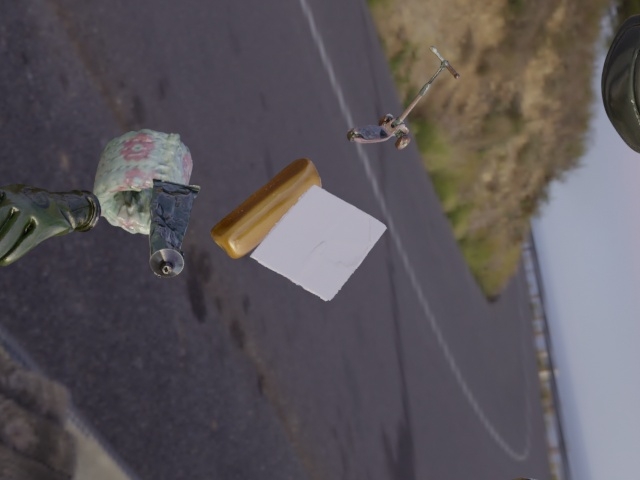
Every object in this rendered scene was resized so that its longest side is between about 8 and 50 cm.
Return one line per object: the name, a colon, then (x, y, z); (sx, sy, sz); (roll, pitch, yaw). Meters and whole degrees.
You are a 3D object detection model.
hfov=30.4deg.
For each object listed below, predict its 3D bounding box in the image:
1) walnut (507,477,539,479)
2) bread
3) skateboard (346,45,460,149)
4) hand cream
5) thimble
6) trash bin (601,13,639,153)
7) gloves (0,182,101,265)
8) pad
walnut: (0.245, 0.374, 1.475); (0.162, 0.140, 0.140); (-35, 115, -53)
bread: (-0.096, -0.059, 2.230); (0.074, 0.239, 0.092); (56, -13, -26)
skateboard: (0.061, -0.104, 0.877); (0.064, 0.083, 0.032); (-10, 58, -49)
hand cream: (-0.230, -0.027, 1.825); (0.075, 0.052, 0.248); (34, 28, -22)
thimble: (-0.343, -0.119, 2.313); (0.185, 0.211, 0.149); (23, 55, -27)
trash bin: (0.469, -0.200, 1.457); (0.101, 0.236, 0.176); (-161, -117, -73)
gloves: (-0.452, -0.036, 1.820); (0.268, 0.135, 0.107); (-26, 129, -53)
pad: (0.000, 0.000, 1.962); (0.232, 0.156, 0.004); (-50, 166, -45)
